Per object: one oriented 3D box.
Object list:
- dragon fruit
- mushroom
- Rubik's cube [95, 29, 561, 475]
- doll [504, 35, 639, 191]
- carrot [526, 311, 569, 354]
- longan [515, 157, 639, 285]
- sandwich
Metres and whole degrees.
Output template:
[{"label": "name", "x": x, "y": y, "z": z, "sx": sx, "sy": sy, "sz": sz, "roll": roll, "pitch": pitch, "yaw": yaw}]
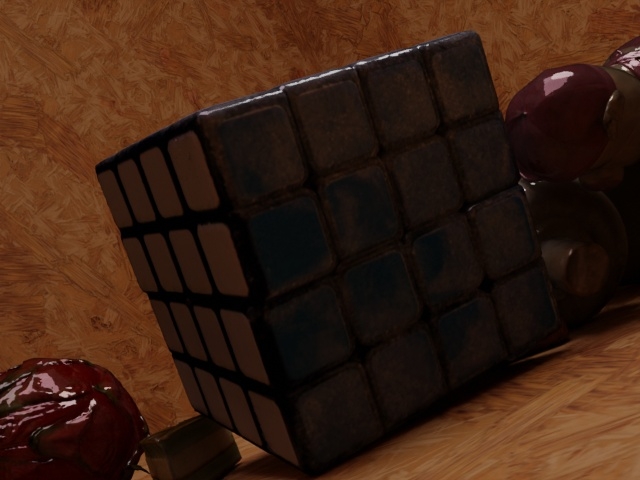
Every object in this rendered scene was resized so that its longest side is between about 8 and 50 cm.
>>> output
[{"label": "dragon fruit", "x": -0.364, "y": 0.276, "z": 0.960, "sx": 0.244, "sy": 0.244, "sz": 0.299, "roll": -26, "pitch": -13, "yaw": 31}, {"label": "mushroom", "x": 0.287, "y": 0.021, "z": 0.901, "sx": 0.207, "sy": 0.207, "sz": 0.215, "roll": -22, "pitch": 10, "yaw": -1}, {"label": "Rubik's cube", "x": 0.000, "y": 0.000, "z": 0.823, "sx": 0.344, "sy": 0.337, "sz": 0.343, "roll": -22, "pitch": 9, "yaw": -29}, {"label": "doll", "x": 0.325, "y": -0.140, "z": 0.845, "sx": 0.256, "sy": 0.152, "sz": 0.196, "roll": -19, "pitch": -16, "yaw": -23}, {"label": "carrot", "x": 0.213, "y": 0.123, "z": 0.879, "sx": 0.161, "sy": 0.055, "sz": 0.055, "roll": -18, "pitch": -4, "yaw": 31}, {"label": "longan", "x": 0.441, "y": -0.091, "z": 1.146, "sx": 0.404, "sy": 0.336, "sz": 0.404, "roll": -31, "pitch": -5, "yaw": -3}, {"label": "sandwich", "x": -0.139, "y": 0.246, "z": 0.865, "sx": 0.113, "sy": 0.079, "sz": 0.163, "roll": -19, "pitch": -8, "yaw": -24}]
